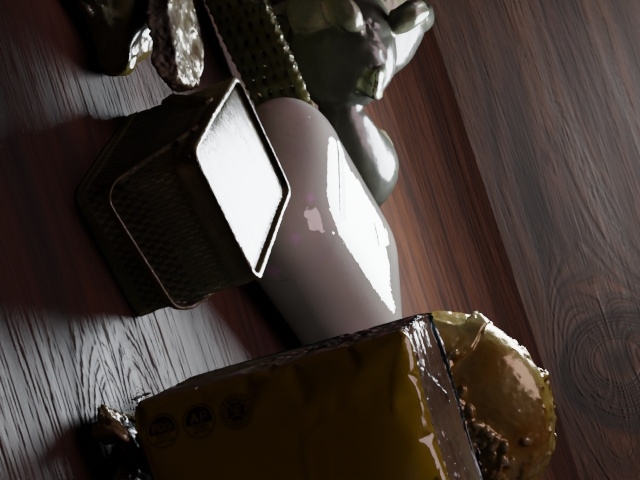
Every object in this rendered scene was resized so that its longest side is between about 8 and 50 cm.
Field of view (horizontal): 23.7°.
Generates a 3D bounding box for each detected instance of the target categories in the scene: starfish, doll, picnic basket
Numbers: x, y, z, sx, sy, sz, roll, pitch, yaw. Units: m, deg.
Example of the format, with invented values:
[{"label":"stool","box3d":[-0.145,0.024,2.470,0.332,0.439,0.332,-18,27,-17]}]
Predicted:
[{"label":"starfish","box3d":[-0.150,0.222,1.460,0.238,0.071,0.216,-66,141,-52]},{"label":"doll","box3d":[0.039,-0.263,2.404,0.382,0.252,0.379,-48,150,-68]},{"label":"picnic basket","box3d":[-0.139,-0.051,1.639,0.267,0.139,0.165,-73,141,-63]}]

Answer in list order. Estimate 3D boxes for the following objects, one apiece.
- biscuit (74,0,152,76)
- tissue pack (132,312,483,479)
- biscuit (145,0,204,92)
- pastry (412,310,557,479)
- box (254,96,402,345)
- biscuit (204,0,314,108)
[{"label":"biscuit","box3d":[-0.255,-0.365,1.720,0.329,0.078,0.335,-94,161,-46]},{"label":"tissue pack","box3d":[-0.009,0.192,1.381,0.134,0.271,0.192,-19,92,-75]},{"label":"biscuit","box3d":[-0.166,-0.259,1.696,0.133,0.032,0.250,48,26,-65]},{"label":"pastry","box3d":[0.181,0.254,2.124,0.184,0.284,0.316,-48,136,-47]},{"label":"box","box3d":[-0.001,0.000,2.022,0.289,0.141,0.349,-90,156,-45]},{"label":"biscuit","box3d":[-0.083,-0.258,2.068,0.016,0.144,0.203,-32,105,-31]}]
